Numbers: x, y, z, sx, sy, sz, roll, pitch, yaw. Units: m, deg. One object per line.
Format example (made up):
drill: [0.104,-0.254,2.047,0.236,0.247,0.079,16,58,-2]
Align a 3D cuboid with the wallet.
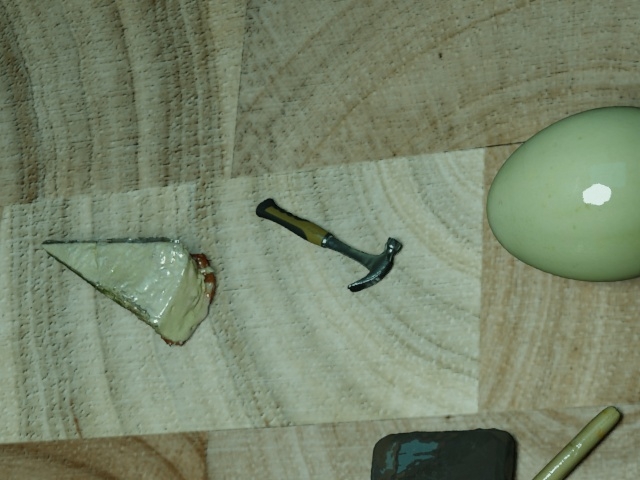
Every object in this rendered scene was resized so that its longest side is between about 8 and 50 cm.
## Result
wallet: [0.125,0.353,1.842,0.165,0.042,0.309,-4,66,19]

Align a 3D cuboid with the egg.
egg: [0.301,-0.048,1.865,0.254,0.188,0.188,-8,64,26]

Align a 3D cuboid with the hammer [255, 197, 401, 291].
hammer: [0.000,0.000,2.075,0.201,0.021,0.078,26,79,31]

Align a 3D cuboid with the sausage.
sausage: [0.272,0.227,1.846,0.132,0.024,0.024,-45,57,0]

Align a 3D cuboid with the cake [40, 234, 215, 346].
cake: [-0.229,0.026,2.124,0.220,0.086,0.117,33,83,32]
